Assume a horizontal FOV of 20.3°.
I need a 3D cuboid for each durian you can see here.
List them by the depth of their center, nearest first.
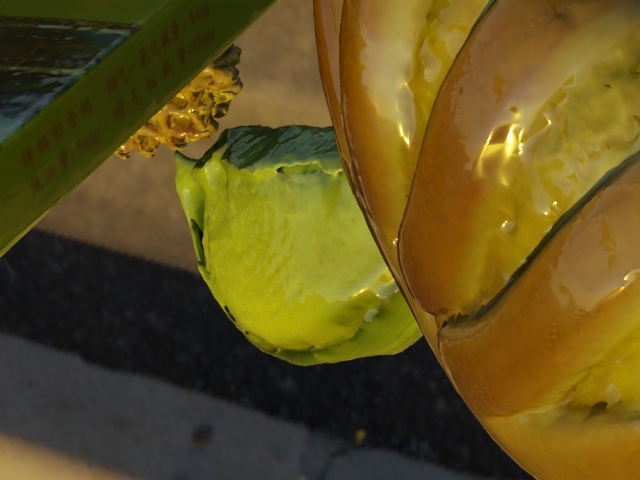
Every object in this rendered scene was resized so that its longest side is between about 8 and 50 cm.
[{"bbox_3d":[0.000,0.000,1.022,0.101,0.139,0.250,-5,2,-36],"label":"durian"}]

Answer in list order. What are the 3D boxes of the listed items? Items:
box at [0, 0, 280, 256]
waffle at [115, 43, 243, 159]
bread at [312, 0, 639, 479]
[{"bbox_3d":[-0.171,-0.053,0.736,0.187,0.047,0.335,7,34,26],"label":"box"},{"bbox_3d":[-0.149,-0.124,1.191,0.197,0.193,0.070,14,63,-9],"label":"waffle"},{"bbox_3d":[0.105,-0.012,0.627,0.160,0.333,0.333,-35,51,13],"label":"bread"}]
